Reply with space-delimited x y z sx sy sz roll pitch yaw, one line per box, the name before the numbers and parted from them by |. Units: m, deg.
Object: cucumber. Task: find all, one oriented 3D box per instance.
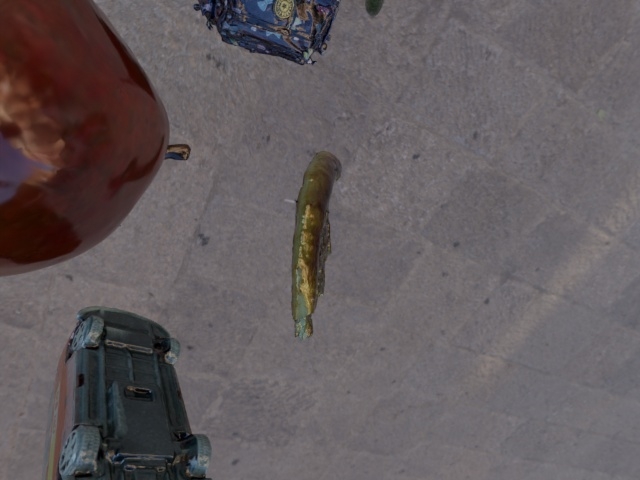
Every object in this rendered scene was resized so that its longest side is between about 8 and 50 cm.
cucumber | 0.112 -0.484 0.839 0.039 0.168 0.039 0 93 -6

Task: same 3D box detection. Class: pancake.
pancake | 0.000 -0.005 0.885 0.067 0.426 0.304 0 123 9

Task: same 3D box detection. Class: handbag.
handbag | -0.084 -0.418 0.762 0.261 0.113 0.161 1 137 -33

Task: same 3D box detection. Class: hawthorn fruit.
hawthorn fruit | -0.299 -0.113 0.374 0.309 0.324 0.307 0 101 -1

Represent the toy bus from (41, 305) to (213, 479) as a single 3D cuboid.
toy bus | -0.202 0.177 0.417 0.121 0.265 0.119 26 100 -36
